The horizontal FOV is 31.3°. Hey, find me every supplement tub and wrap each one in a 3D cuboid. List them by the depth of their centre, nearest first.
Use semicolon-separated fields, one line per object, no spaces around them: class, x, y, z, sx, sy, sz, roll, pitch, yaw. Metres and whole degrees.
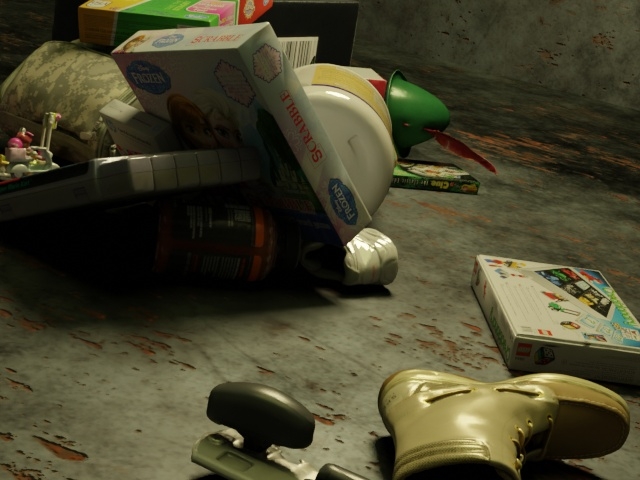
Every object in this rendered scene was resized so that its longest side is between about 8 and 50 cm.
supplement tub;-0.129;0.002;1.541;0.198;0.106;0.106;6;18;-14
supplement tub;0.000;-0.162;1.892;0.241;0.241;0.331;10;18;0

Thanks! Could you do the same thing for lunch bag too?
lunch bag;-0.372;-0.221;1.948;0.305;0.212;0.256;22;37;33

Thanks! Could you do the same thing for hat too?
hat;0.245;-0.248;2.260;0.183;0.173;0.208;-1;-22;21

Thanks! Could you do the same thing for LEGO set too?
LEGO set;-0.474;-0.150;1.746;0.132;0.107;0.287;6;4;-43

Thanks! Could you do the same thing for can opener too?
can opener;0.012;0.208;1.002;0.283;0.095;0.076;19;20;25

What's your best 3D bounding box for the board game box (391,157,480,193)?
board game box;0.169;-0.133;2.241;0.260;0.030;0.136;4;21;-18

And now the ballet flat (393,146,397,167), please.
ballet flat;0.037;-0.175;2.153;0.232;0.073;0.080;6;27;25

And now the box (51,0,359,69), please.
box;-0.251;-0.433;2.507;0.472;0.297;0.480;20;20;32

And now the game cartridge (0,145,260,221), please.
game cartridge;-0.283;-0.075;1.542;0.355;0.068;0.230;-8;-2;42

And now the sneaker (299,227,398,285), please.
sneaker;0.000;0.000;1.650;0.115;0.090;0.232;-11;26;-41

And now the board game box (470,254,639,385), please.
board game box;0.326;0.103;1.566;0.193;0.053;0.305;8;18;-4

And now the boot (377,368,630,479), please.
boot;0.191;0.205;1.111;0.262;0.095;0.203;8;18;-3

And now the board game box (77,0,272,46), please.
board game box;-0.248;-0.413;2.017;0.242;0.064;0.316;9;29;13

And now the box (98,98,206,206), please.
box;-0.245;-0.113;1.717;0.038;0.186;0.145;-41;45;-24

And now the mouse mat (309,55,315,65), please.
mouse mat;-0.054;-0.281;2.316;0.007;0.189;0.152;26;16;-7

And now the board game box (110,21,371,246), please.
board game box;-0.115;-0.147;1.590;0.066;0.318;0.319;-44;31;-27

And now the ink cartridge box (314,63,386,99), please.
ink cartridge box;0.047;-0.256;2.311;0.127;0.176;0.128;3;19;-15
